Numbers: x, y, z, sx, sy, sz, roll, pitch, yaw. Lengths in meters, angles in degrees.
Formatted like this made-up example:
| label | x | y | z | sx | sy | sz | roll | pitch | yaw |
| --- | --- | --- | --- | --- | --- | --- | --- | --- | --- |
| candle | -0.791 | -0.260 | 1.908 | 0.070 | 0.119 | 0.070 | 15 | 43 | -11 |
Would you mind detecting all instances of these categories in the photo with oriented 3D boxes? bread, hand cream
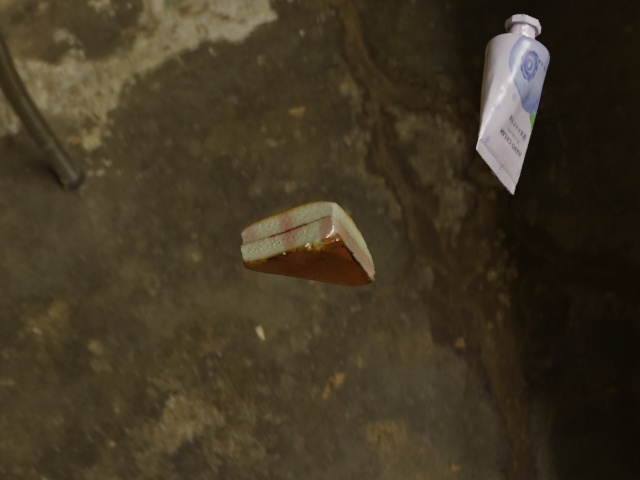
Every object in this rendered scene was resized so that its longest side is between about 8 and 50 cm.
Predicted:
| label | x | y | z | sx | sy | sz | roll | pitch | yaw |
| --- | --- | --- | --- | --- | --- | --- | --- | --- | --- |
| bread | 0.000 | 0.000 | 1.026 | 0.109 | 0.062 | 0.043 | 10 | 52 | -21 |
| hand cream | 0.157 | -0.119 | 1.151 | 0.053 | 0.084 | 0.142 | -2 | 65 | 30 |
